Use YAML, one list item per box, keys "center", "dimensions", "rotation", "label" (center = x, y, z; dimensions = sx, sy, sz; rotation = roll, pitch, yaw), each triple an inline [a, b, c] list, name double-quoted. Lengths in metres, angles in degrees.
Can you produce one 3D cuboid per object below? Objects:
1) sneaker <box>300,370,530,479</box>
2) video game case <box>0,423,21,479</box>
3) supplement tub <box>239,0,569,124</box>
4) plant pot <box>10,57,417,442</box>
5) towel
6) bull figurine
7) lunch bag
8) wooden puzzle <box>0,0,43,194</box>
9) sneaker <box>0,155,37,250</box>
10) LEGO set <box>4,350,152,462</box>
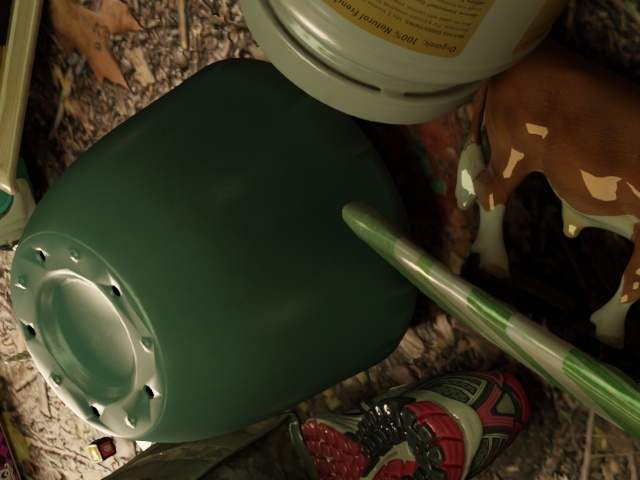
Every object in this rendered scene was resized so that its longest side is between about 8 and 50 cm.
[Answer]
- center: [0.077, 0.182, 1.645]
  dimensions: [0.121, 0.112, 0.299]
  rotation: [65, 154, 1]
  label: "sneaker"
- center: [-0.427, 0.280, 2.285]
  dimensions: [0.210, 0.042, 0.232]
  rotation: [5, 117, 47]
  label: "video game case"
- center: [0.087, -0.245, 1.251]
  dimensions: [0.228, 0.228, 0.316]
  rotation: [48, 140, 13]
  label: "supplement tub"
- center: [-0.107, 0.028, 1.563]
  dimensions: [0.293, 0.235, 0.293]
  rotation: [26, 131, 35]
  label: "plant pot"
- center: [0.184, 0.087, 1.406]
  dimensions: [0.325, 0.038, 0.248]
  rotation: [34, 178, 28]
  label: "towel"
- center: [0.222, -0.028, 1.331]
  dimensions: [0.310, 0.101, 0.188]
  rotation: [34, 106, 38]
  label: "bull figurine"
- center: [-0.160, 0.298, 1.819]
  dimensions: [0.235, 0.287, 0.169]
  rotation: [-21, 99, 52]
  label: "lunch bag"
- center: [-0.365, -0.185, 1.883]
  dimensions: [0.221, 0.044, 0.238]
  rotation: [24, 116, 35]
  label: "wooden puzzle"
- center: [-0.386, -0.038, 2.016]
  dimensions: [0.275, 0.107, 0.110]
  rotation: [-5, 91, 43]
  label: "sneaker"
- center: [-0.233, 0.130, 1.974]
  dimensions: [0.182, 0.060, 0.244]
  rotation: [48, 140, 19]
  label: "LEGO set"
